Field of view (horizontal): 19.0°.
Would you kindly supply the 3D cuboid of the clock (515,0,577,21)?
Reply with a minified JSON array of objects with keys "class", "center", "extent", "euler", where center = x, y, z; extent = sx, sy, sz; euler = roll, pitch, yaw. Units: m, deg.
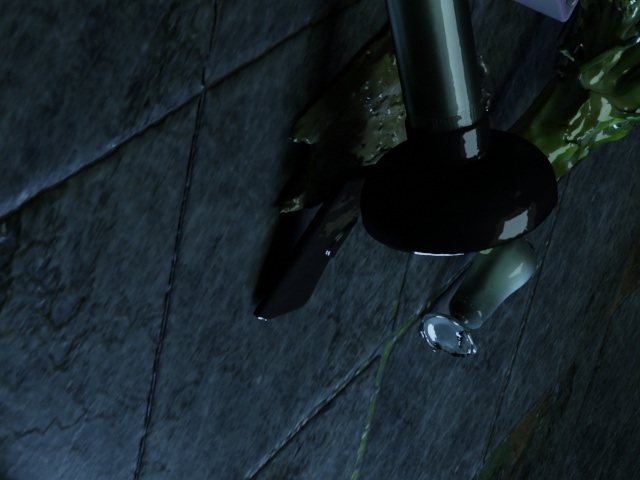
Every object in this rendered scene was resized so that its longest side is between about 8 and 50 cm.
[{"class":"clock","center":[0.227,-0.313,1.790],"extent":[0.150,0.063,0.197],"euler":[-62,161,-10]}]

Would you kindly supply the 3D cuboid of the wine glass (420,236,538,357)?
[{"class":"wine glass","center":[0.177,0.059,2.106],"extent":[0.155,0.072,0.072],"euler":[-49,155,-36]}]

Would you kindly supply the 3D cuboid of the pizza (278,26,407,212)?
[{"class":"pizza","center":[0.038,-0.099,1.603],"extent":[0.262,0.034,0.181],"euler":[-28,140,-60]}]

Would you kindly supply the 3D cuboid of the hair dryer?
[{"class":"hair dryer","center":[0.133,-0.185,1.518],"extent":[0.284,0.156,0.320],"euler":[-30,121,-49]}]

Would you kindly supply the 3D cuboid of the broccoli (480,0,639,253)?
[{"class":"broccoli","center":[0.271,-0.141,1.963],"extent":[0.252,0.221,0.361],"euler":[-33,-170,46]}]

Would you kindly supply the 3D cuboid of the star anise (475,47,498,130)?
[{"class":"star anise","center":[0.130,-0.114,1.713],"extent":[0.056,0.129,0.124],"euler":[-2,131,-22]}]

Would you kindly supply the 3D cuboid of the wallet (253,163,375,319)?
[{"class":"wallet","center":[0.000,0.000,1.592],"extent":[0.156,0.018,0.082],"euler":[-57,161,23]}]
